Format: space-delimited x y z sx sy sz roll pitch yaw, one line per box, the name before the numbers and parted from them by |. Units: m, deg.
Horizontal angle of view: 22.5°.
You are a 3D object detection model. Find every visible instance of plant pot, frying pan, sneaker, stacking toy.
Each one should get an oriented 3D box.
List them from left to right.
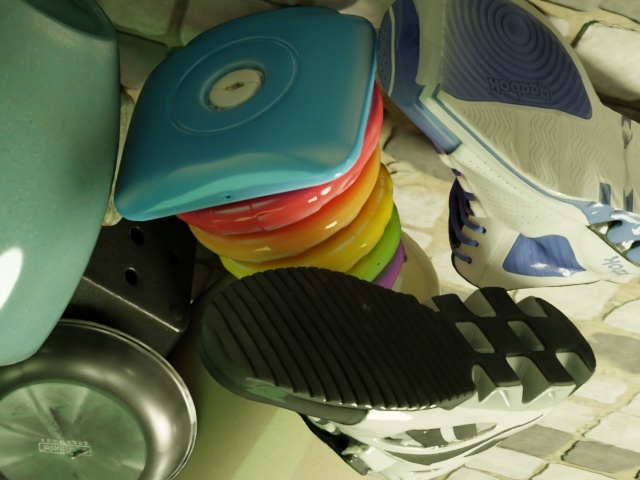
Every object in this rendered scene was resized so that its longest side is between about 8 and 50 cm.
plant pot | -0.237 -0.091 1.004 0.290 0.290 0.195 30 107 -31
frying pan | -0.225 0.194 1.317 0.197 0.053 0.326 23 123 -11
plant pot | -0.205 0.028 1.330 0.167 0.188 0.187 -27 134 37
plant pot | -0.015 0.108 1.358 0.256 0.256 0.274 19 136 -14
stacking toy | 0.000 0.000 1.128 0.175 0.165 0.302 -12 133 20
sneaker | 0.037 0.109 1.075 0.330 0.122 0.146 9 130 -42
sneaker | 0.133 -0.039 1.110 0.315 0.127 0.182 29 146 -33

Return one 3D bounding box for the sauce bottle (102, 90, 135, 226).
sauce bottle | -0.314 -0.084 1.222 0.344 0.111 0.111 7 152 6
